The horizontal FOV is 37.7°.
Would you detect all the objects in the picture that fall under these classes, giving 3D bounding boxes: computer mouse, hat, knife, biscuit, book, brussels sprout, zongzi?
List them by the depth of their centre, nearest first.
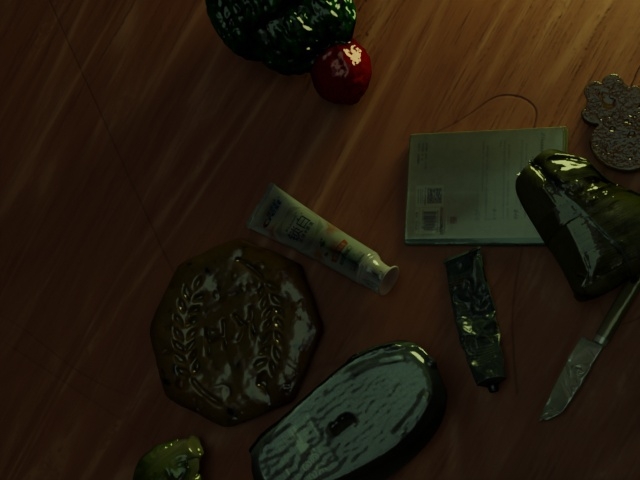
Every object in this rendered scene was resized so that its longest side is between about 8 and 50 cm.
[{"bbox_3d":[0.477,-0.067,1.515,0.274,0.125,0.251,-28,79,0],"label":"zongzi"},{"bbox_3d":[0.441,0.173,1.536,0.047,0.017,0.298,30,91,32],"label":"knife"},{"bbox_3d":[0.508,-0.197,1.584,0.124,0.026,0.175,-22,72,15],"label":"biscuit"},{"bbox_3d":[0.050,0.320,1.609,0.374,0.114,0.203,-34,66,4],"label":"computer mouse"},{"bbox_3d":[0.287,-0.093,1.650,0.282,0.025,0.215,2,81,22],"label":"book"},{"bbox_3d":[-0.290,0.439,1.731,0.139,0.100,0.181,43,107,43],"label":"brussels sprout"},{"bbox_3d":[-0.034,-0.391,1.741,0.274,0.242,0.332,-37,81,24],"label":"hat"},{"bbox_3d":[-0.164,0.169,1.763,0.359,0.046,0.359,-4,78,20],"label":"biscuit"}]

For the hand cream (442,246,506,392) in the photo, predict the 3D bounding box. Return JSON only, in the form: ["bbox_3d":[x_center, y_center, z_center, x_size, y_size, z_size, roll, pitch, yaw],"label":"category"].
[{"bbox_3d":[0.265,0.136,1.595,0.075,0.052,0.248,-16,73,17],"label":"hand cream"}]

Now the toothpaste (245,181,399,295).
[{"bbox_3d":[0.000,0.000,1.728,0.323,0.066,0.100,30,90,29],"label":"toothpaste"}]
